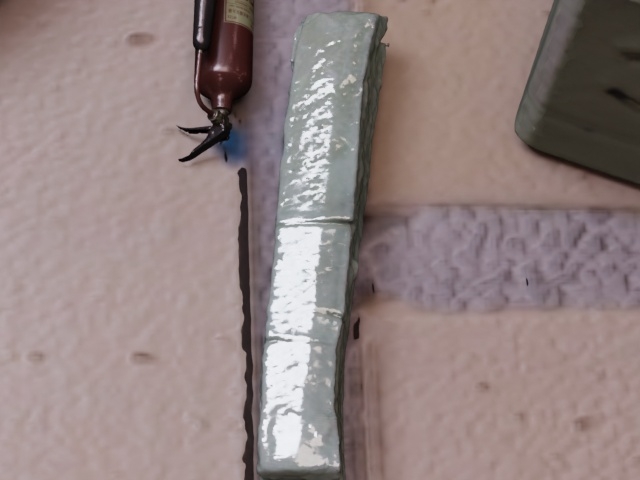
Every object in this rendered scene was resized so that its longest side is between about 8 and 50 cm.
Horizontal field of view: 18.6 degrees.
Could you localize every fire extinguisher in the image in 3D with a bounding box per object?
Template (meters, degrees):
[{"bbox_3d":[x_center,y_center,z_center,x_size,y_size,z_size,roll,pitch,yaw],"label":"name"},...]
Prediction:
[{"bbox_3d":[-0.049,-0.125,0.966,0.035,0.049,0.173,5,66,-11],"label":"fire extinguisher"}]

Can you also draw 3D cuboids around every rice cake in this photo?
[{"bbox_3d":[0.000,0.000,0.917,0.045,0.042,0.245,2,66,10],"label":"rice cake"}]

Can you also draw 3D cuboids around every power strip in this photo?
[{"bbox_3d":[0.186,-0.128,0.889,0.140,0.224,0.139,20,66,4],"label":"power strip"}]
